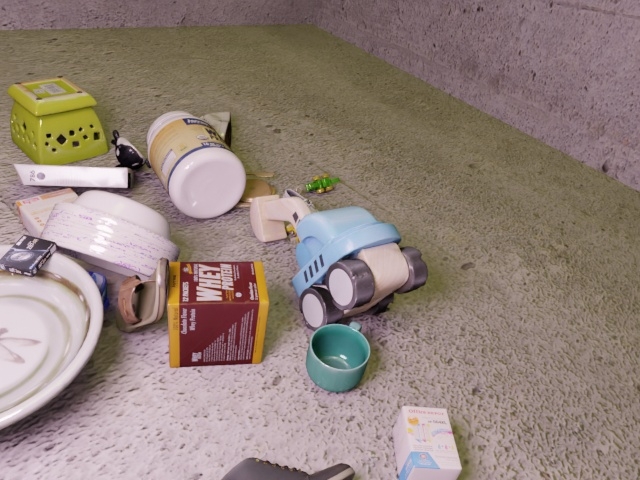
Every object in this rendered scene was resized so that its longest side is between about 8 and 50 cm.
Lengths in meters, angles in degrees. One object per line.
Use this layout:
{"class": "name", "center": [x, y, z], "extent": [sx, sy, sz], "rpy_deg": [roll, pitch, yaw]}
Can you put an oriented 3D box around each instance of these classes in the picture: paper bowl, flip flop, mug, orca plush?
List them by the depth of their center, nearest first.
{"class": "flip flop", "center": [-0.375, 0.117, 1.026], "extent": [0.080, 0.277, 0.112], "rpy_deg": [16, 60, -34]}
{"class": "mug", "center": [0.045, 0.256, 1.093], "extent": [0.157, 0.097, 0.129], "rpy_deg": [-11, 41, -30]}
{"class": "paper bowl", "center": [-0.455, -0.011, 1.137], "extent": [0.284, 0.284, 0.148], "rpy_deg": [15, 76, 4]}
{"class": "orca plush", "center": [-0.633, -0.268, 1.603], "extent": [0.102, 0.151, 0.287], "rpy_deg": [-45, 41, -7]}

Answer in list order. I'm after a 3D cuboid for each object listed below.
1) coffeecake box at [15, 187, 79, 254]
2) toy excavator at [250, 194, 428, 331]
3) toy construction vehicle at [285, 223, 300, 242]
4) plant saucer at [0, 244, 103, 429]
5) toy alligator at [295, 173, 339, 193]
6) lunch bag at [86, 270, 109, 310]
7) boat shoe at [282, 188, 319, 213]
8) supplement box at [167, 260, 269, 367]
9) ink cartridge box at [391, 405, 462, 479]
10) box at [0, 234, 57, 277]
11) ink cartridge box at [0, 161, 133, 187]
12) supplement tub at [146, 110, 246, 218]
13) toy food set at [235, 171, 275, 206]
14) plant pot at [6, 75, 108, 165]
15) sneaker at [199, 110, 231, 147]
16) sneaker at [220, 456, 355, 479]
{"class": "coffeecake box", "center": [-0.680, -0.051, 1.326], "extent": [0.142, 0.068, 0.185], "rpy_deg": [-25, 50, -40]}
{"class": "toy excavator", "center": [0.000, 0.000, 1.284], "extent": [0.222, 0.433, 0.445], "rpy_deg": [-10, 68, -34]}
{"class": "toy construction vehicle", "center": [-0.051, -0.023, 1.504], "extent": [0.098, 0.035, 0.086], "rpy_deg": [29, 50, 26]}
{"class": "plant saucer", "center": [-0.590, 0.179, 0.890], "extent": [0.400, 0.101, 0.400], "rpy_deg": [6, 43, -6]}
{"class": "toy alligator", "center": [-0.019, -0.185, 1.716], "extent": [0.189, 0.056, 0.051], "rpy_deg": [-19, 4, -34]}
{"class": "lunch bag", "center": [-0.554, 0.152, 1.073], "extent": [0.176, 0.090, 0.219], "rpy_deg": [9, 37, -8]}
{"class": "boat shoe", "center": [-0.049, -0.102, 1.578], "extent": [0.066, 0.063, 0.184], "rpy_deg": [-20, 46, -36]}
{"class": "supplement box", "center": [-0.220, 0.155, 1.074], "extent": [0.194, 0.191, 0.129], "rpy_deg": [0, 38, -14]}
{"class": "ink cartridge box", "center": [0.195, 0.387, 0.965], "extent": [0.092, 0.090, 0.143], "rpy_deg": [6, 37, -7]}
{"class": "box", "center": [-0.557, 0.028, 0.968], "extent": [0.067, 0.018, 0.083], "rpy_deg": [15, 43, 2]}
{"class": "ink cartridge box", "center": [-0.713, -0.183, 1.441], "extent": [0.332, 0.065, 0.165], "rpy_deg": [2, 6, -14]}
{"class": "supplement tub", "center": [-0.383, -0.236, 1.525], "extent": [0.228, 0.228, 0.316], "rpy_deg": [-13, 43, -30]}
{"class": "toy food set", "center": [-0.213, -0.152, 1.631], "extent": [0.132, 0.039, 0.192], "rpy_deg": [3, 42, -1]}
{"class": "plant pot", "center": [-0.844, -0.390, 1.621], "extent": [0.228, 0.207, 0.227], "rpy_deg": [34, 42, 28]}
{"class": "sneaker", "center": [-0.391, -0.398, 1.863], "extent": [0.123, 0.106, 0.290], "rpy_deg": [-2, 28, -8]}
{"class": "sneaker", "center": [-0.055, 0.408, 0.871], "extent": [0.222, 0.083, 0.118], "rpy_deg": [-13, 42, -29]}
